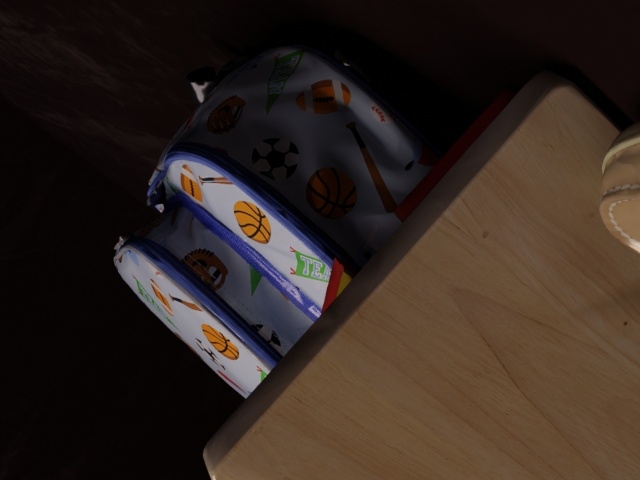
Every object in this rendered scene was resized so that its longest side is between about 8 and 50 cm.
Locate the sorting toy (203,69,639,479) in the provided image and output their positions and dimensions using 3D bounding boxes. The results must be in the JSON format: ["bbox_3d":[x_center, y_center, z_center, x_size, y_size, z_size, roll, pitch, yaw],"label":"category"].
[{"bbox_3d":[0.104,0.073,0.818,0.257,0.255,0.089,39,-174,-28],"label":"sorting toy"}]

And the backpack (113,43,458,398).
[{"bbox_3d":[0.000,0.000,0.968,0.276,0.213,0.263,37,161,-3],"label":"backpack"}]

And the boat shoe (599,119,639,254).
[{"bbox_3d":[0.210,0.024,0.603,0.109,0.098,0.302,40,170,-37],"label":"boat shoe"}]
